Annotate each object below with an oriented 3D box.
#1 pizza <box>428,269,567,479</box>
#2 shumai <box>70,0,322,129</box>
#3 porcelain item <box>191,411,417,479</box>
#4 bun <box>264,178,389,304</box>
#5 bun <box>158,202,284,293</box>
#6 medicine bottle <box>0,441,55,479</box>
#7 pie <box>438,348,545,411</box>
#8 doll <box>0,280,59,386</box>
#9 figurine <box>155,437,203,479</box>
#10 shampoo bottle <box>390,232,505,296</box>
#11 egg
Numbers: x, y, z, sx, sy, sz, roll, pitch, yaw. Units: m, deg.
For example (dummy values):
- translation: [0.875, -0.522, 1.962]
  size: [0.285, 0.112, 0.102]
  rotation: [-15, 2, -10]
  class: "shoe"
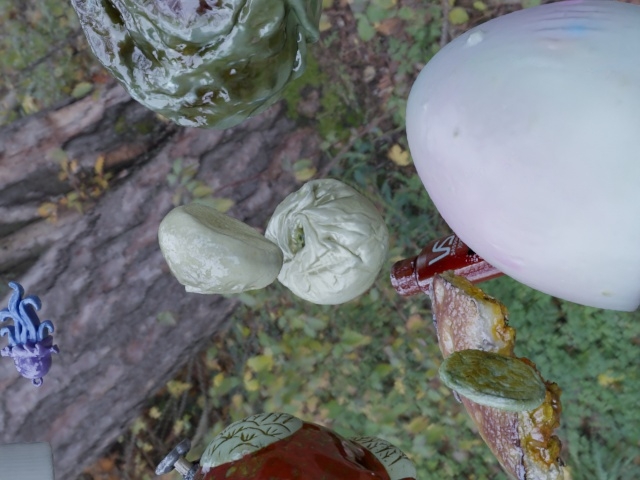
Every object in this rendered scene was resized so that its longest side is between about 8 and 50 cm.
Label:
- translation: [0.221, 0.161, 0.970]
  size: [0.161, 0.085, 0.306]
  rotation: [108, 145, -57]
  class: "pizza"
- translation: [-0.052, -0.266, 0.707]
  size: [0.288, 0.292, 0.330]
  rotation: [1, 109, 31]
  class: "shumai"
- translation: [-0.002, 0.273, 0.758]
  size: [0.253, 0.253, 0.253]
  rotation: [40, 149, 31]
  class: "porcelain item"
- translation: [0.000, 0.000, 1.382]
  size: [0.229, 0.145, 0.230]
  rotation: [-4, 83, 35]
  class: "bun"
- translation: [-0.167, 0.029, 1.260]
  size: [0.222, 0.128, 0.222]
  rotation: [28, -174, -3]
  class: "bun"
- translation: [-0.500, 0.336, 0.889]
  size: [0.211, 0.371, 0.211]
  rotation: [-177, 90, -67]
  class: "medicine bottle"
- translation: [0.131, 0.108, 0.602]
  size: [0.084, 0.084, 0.021]
  rotation: [27, 116, 46]
  class: "pie"
- translation: [-0.545, 0.174, 1.462]
  size: [0.067, 0.109, 0.206]
  rotation: [-52, -44, -76]
  class: "doll"
- translation: [-0.173, 0.566, 1.550]
  size: [0.387, 0.166, 0.207]
  rotation: [46, 152, 8]
  class: "figurine"
- translation: [0.255, 0.028, 1.363]
  size: [0.076, 0.118, 0.314]
  rotation: [38, 143, -26]
  class: "shampoo bottle"
- translation: [0.266, -0.121, 0.955]
  size: [0.339, 0.355, 0.355]
  rotation: [17, 139, 18]
  class: "egg"
